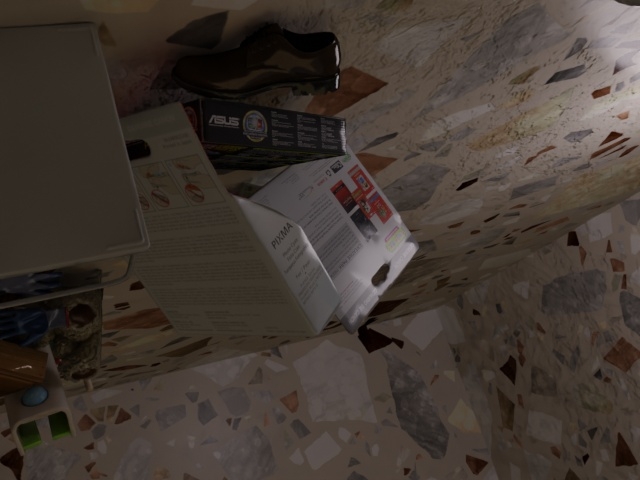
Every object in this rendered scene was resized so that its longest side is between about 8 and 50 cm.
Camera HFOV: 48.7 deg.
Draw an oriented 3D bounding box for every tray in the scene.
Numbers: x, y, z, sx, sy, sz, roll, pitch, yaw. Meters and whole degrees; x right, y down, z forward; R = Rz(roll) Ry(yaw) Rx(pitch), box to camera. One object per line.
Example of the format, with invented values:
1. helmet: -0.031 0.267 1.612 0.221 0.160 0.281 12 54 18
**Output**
1. tray: -0.789 0.230 1.416 0.202 0.076 0.410 -21 147 32

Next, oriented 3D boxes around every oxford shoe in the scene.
1. oxford shoe: -0.083 -0.243 0.929 0.227 0.083 0.096 -10 136 -14

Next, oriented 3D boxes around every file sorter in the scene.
1. file sorter: -0.330 -0.077 0.815 0.192 0.278 0.173 -11 164 -22

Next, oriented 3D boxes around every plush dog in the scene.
1. plush dog: -0.605 0.170 1.576 0.225 0.211 0.263 1 131 -14

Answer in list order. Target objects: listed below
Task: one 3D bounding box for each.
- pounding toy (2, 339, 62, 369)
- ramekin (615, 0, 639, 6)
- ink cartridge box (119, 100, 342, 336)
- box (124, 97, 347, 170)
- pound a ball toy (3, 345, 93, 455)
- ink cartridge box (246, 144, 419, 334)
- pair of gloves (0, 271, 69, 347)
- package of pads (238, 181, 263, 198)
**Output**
1. pounding toy: -0.720 0.277 1.844 0.182 0.110 0.237 -8 161 -32
2. ramekin: 0.443 -0.396 0.909 0.207 0.109 0.207 -16 164 -5
3. ink cartridge box: -0.182 -0.025 1.027 0.308 0.385 0.091 -4 -146 39
4. box: -0.128 -0.149 1.055 0.270 0.060 0.216 -2 178 -44
5. pound a ball toy: -0.640 0.322 1.669 0.208 0.319 0.136 -16 126 -22
6. ink cartridge box: 0.000 0.000 1.231 0.130 0.272 0.309 -33 -173 41
7. pair of gloves: -0.589 0.122 1.416 0.159 0.198 0.023 -6 -157 -7
8. package of pads: -0.105 0.032 1.485 0.101 0.229 0.296 11 171 17
